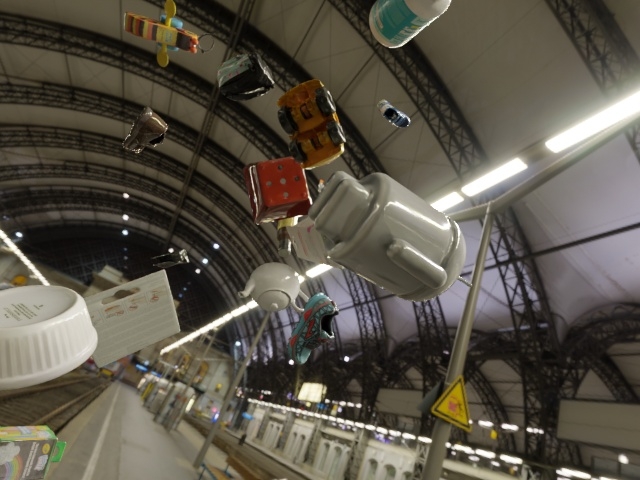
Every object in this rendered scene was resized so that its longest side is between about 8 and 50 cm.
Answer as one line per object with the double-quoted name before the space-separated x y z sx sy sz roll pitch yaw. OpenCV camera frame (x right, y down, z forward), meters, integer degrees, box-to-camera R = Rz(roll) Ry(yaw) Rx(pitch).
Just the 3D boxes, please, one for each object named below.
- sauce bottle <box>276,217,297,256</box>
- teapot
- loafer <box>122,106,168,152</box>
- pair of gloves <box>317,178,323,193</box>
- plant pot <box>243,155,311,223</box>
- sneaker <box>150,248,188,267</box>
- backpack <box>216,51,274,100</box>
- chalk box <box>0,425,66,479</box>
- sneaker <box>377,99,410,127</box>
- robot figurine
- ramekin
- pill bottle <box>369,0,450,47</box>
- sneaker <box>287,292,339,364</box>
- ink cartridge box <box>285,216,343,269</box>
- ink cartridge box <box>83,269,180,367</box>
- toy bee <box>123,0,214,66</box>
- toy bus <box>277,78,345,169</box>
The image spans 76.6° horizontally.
"sauce bottle" -0.196 -0.054 2.330 0.112 0.344 0.111 2 -44 2
"teapot" -0.205 0.238 1.846 0.256 0.187 0.252 -17 -49 7
"loafer" -0.756 -0.446 1.757 0.130 0.133 0.366 35 -20 -25
"pair of gloves" 0.015 -0.222 1.781 0.010 0.074 0.083 -5 -32 35
"plant pot" -0.170 -0.231 1.714 0.268 0.266 0.236 -12 -1 -12
"sneaker" -0.520 0.065 1.411 0.089 0.051 0.170 -18 -1 -8
"backpack" -0.273 -0.575 1.426 0.182 0.115 0.152 -19 -22 15
"chalk box" -0.963 0.695 1.328 0.132 0.132 0.213 2 -16 42
"sneaker" 0.264 -0.440 1.442 0.144 0.059 0.053 23 -61 -27
"robot figurine" 0.150 -0.002 0.833 0.354 0.199 0.300 30 16 -19
"ramekin" -0.657 0.199 0.907 0.273 0.273 0.127 13 -72 21
"pill bottle" 0.251 -0.644 1.092 0.146 0.146 0.264 33 -11 -18
"sneaker" -0.021 0.314 1.357 0.125 0.261 0.104 28 13 36
"ink cartridge box" 0.000 0.000 1.953 0.354 0.119 0.206 11 -53 51
"ink cartridge box" -0.682 0.258 1.429 0.091 0.309 0.384 48 -34 34
"toy bee" -0.478 -0.687 1.344 0.162 0.299 0.195 47 -31 39
"toy bus" -0.002 -0.307 1.155 0.150 0.220 0.211 -21 -9 18
